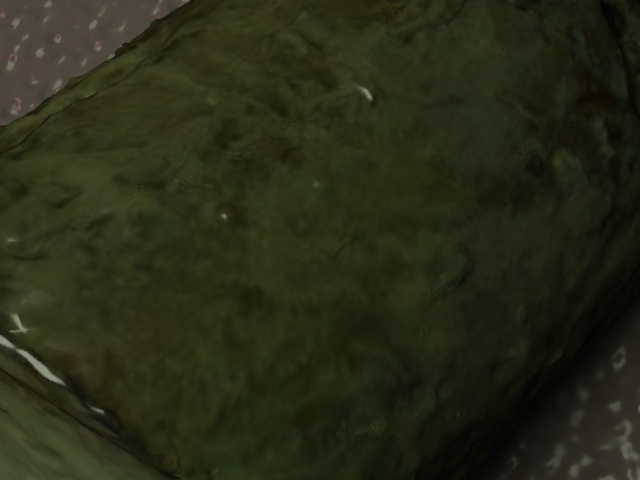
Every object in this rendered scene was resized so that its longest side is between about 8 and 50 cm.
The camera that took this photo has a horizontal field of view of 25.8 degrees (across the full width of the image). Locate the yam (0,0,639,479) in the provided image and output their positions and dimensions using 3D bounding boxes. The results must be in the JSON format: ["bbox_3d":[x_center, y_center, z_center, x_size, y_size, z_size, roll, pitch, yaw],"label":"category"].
[{"bbox_3d":[0.000,0.000,0.478,0.195,0.195,0.300,31,55,26],"label":"yam"}]
